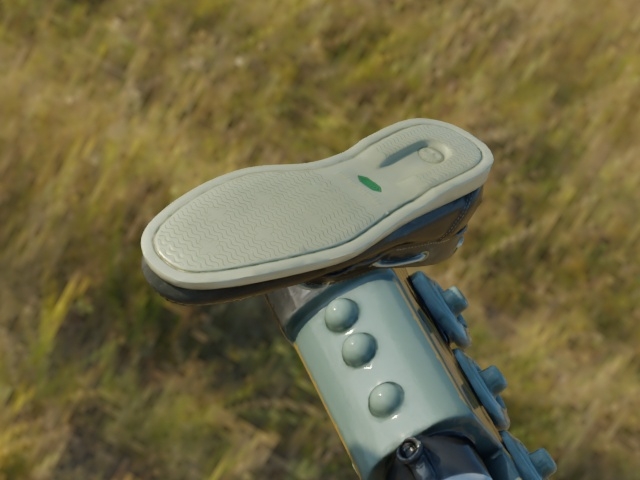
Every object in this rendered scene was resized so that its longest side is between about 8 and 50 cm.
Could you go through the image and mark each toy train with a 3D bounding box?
[{"bbox_3d":[0.060,0.115,1.492,0.190,0.142,0.334,46,13,-48],"label":"toy train"}]

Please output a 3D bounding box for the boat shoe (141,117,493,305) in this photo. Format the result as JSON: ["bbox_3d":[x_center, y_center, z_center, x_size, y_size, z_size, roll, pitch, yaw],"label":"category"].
[{"bbox_3d":[0.000,0.000,1.078,0.233,0.079,0.084,-19,50,-38],"label":"boat shoe"}]
